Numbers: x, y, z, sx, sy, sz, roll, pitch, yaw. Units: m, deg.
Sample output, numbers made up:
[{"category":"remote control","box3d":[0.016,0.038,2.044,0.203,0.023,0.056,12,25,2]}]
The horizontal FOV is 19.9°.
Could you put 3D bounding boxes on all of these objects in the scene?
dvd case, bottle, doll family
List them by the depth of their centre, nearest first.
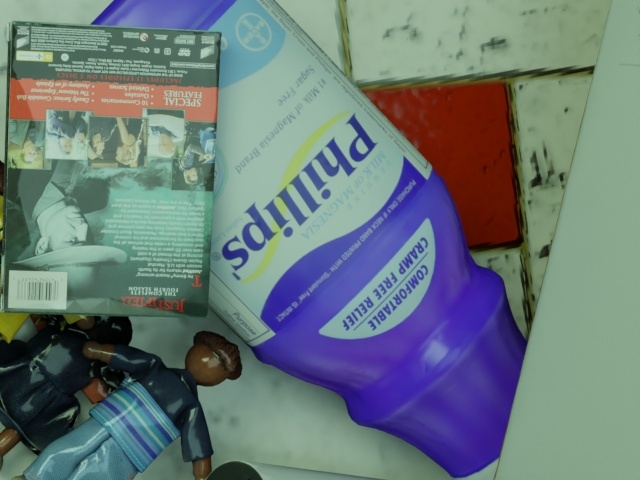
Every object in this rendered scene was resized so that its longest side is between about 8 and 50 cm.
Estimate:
[{"category":"dvd case","box3d":[-0.086,-0.028,0.745,0.087,0.013,0.119,1,96,-9]},{"category":"doll family","box3d":[-0.118,0.039,0.795,0.111,0.076,0.193,-42,105,-18]},{"category":"bottle","box3d":[0.000,0.000,0.817,0.118,0.092,0.283,-45,101,-7]}]

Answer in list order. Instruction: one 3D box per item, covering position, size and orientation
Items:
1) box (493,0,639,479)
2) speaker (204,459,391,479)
[{"category":"box","box3d":[0.239,-0.025,0.809,0.215,0.168,0.345,22,81,-48]},{"category":"speaker","box3d":[0.009,0.130,0.811,0.136,0.055,0.055,15,84,-42]}]
